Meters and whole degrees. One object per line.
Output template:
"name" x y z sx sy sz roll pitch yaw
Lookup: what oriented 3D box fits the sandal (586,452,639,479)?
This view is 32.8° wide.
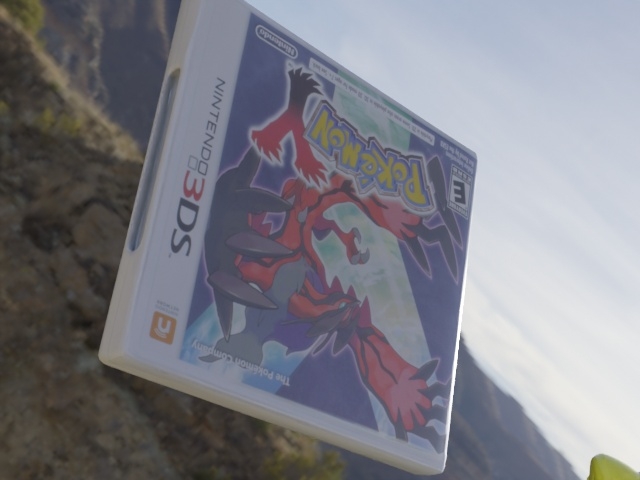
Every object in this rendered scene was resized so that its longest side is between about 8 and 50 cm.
"sandal" 0.302 0.286 0.988 0.138 0.126 0.317 1 -24 8

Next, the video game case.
"video game case" 0.000 0.000 0.523 0.201 0.183 0.023 27 -28 -38
